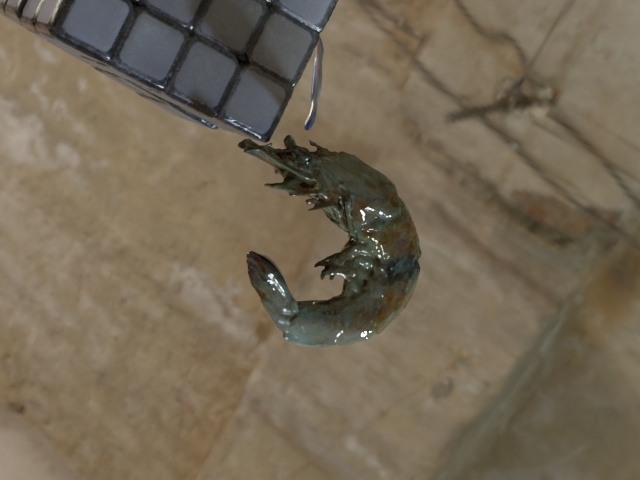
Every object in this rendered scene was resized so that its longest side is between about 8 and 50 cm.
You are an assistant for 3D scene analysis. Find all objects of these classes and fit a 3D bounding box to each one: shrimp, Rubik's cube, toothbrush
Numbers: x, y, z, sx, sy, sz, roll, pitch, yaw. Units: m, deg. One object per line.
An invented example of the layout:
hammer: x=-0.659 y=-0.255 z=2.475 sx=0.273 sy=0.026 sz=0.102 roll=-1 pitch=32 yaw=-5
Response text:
shrimp: x=0.000 y=0.000 z=1.741 sx=0.085 sy=0.247 sz=0.360 roll=24 pitch=161 yaw=52
Rubik's cube: x=-0.195 y=-0.366 z=1.853 sx=0.344 sy=0.343 sz=0.337 roll=26 pitch=180 yaw=-27
toothbrush: x=-0.006 y=-0.294 z=2.173 sx=0.027 sy=0.021 sz=0.269 roll=1 pitch=-114 yaw=10
